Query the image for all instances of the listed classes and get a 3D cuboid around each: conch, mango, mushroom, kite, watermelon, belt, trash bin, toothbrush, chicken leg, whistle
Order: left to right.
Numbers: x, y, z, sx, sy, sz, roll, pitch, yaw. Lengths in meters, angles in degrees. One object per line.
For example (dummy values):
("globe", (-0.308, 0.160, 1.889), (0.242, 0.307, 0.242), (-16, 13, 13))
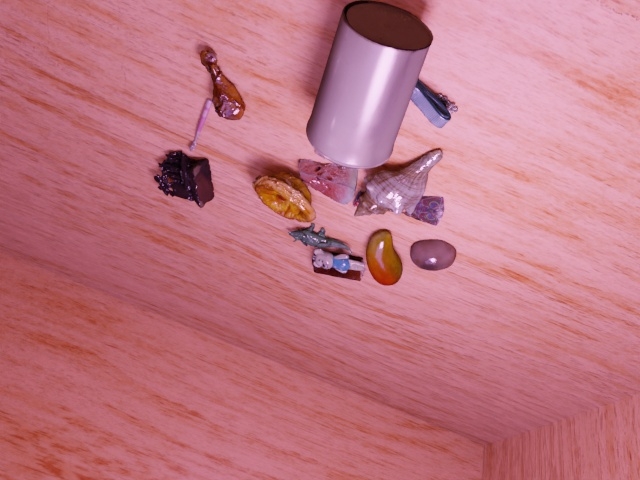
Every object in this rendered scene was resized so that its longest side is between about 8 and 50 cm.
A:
("toothbrush", (-0.459, -0.432, 1.745), (0.020, 0.025, 0.286), (29, 141, -12))
("chicken leg", (-0.333, -0.520, 1.546), (0.108, 0.087, 0.251), (-12, 128, 10))
("watermelon", (0.020, -0.231, 1.742), (0.241, 0.094, 0.154), (22, 152, 0))
("whistle", (0.078, 0.100, 2.032), (0.236, 0.077, 0.113), (11, 131, 7))
("trash bin", (0.124, -0.413, 1.310), (0.281, 0.280, 0.432), (20, 139, 0))
("mango", (0.269, 0.086, 1.974), (0.146, 0.129, 0.289), (-5, 127, 31))
("conch", (0.271, -0.171, 1.623), (0.386, 0.169, 0.203), (-21, 134, 40))
("kite", (0.330, -0.135, 1.766), (0.286, 0.015, 0.152), (10, 139, 9))
("belt", (0.325, -0.424, 1.378), (0.179, 0.100, 0.065), (45, 139, -7))
("mushroom", (0.457, 0.071, 1.891), (0.188, 0.117, 0.141), (2, 128, 28))

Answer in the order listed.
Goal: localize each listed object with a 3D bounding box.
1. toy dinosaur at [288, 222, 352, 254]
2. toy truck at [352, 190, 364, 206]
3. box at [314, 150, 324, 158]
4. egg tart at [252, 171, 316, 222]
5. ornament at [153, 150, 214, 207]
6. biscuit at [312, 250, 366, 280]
("toy dinosaur", (-0.003, -0.010, 2.017), (0.292, 0.079, 0.120), (7, 146, 18))
("toy truck", (0.151, -0.160, 1.804), (0.032, 0.024, 0.083), (37, 143, 14))
("box", (0.016, -0.334, 1.661), (0.046, 0.012, 0.083), (29, 140, -13))
("egg tart", (-0.129, -0.180, 1.798), (0.295, 0.116, 0.294), (25, 162, 9))
("ornament", (-0.598, -0.272, 1.956), (0.261, 0.106, 0.251), (21, 136, 14))
("biscuit", (0.087, 0.116, 2.133), (0.252, 0.070, 0.106), (9, 142, 13))
